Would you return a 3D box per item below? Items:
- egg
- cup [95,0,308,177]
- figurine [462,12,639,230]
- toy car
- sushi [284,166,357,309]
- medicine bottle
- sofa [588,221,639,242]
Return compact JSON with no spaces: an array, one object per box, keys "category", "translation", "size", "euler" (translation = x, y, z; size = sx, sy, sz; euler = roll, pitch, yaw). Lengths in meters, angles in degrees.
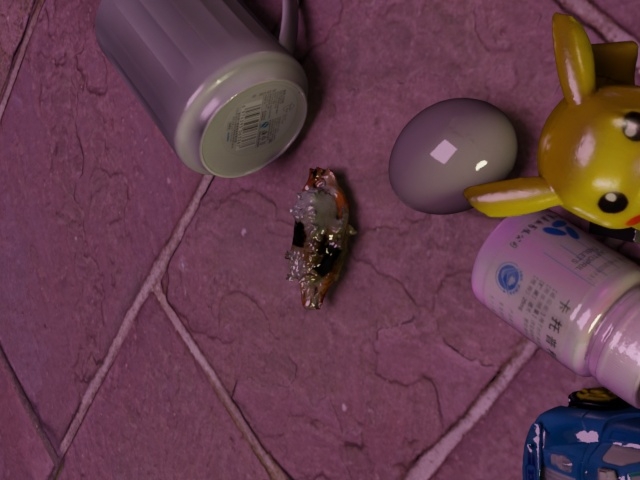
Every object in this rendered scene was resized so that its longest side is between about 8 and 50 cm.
[{"category":"egg","translation":[0.171,-0.109,1.359],"size":[0.199,0.146,0.146],"euler":[-25,76,51]},{"category":"cup","translation":[-0.156,-0.304,1.639],"size":[0.323,0.237,0.327],"euler":[-42,59,5]},{"category":"figurine","translation":[0.342,-0.099,1.075],"size":[0.169,0.327,0.218],"euler":[41,120,59]},{"category":"toy car","translation":[0.378,0.288,1.179],"size":[0.314,0.166,0.198],"euler":[5,101,44]},{"category":"sushi","translation":[-0.001,0.001,1.580],"size":[0.097,0.103,0.226],"euler":[9,102,28]},{"category":"medicine bottle","translation":[0.315,0.076,1.225],"size":[0.254,0.152,0.152],"euler":[39,120,39]},{"category":"sofa","translation":[0.376,-0.073,1.228],"size":[0.085,0.060,0.147],"euler":[17,106,61]}]
